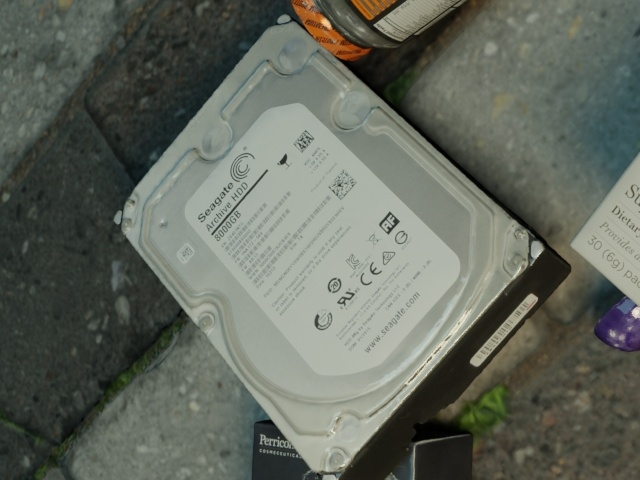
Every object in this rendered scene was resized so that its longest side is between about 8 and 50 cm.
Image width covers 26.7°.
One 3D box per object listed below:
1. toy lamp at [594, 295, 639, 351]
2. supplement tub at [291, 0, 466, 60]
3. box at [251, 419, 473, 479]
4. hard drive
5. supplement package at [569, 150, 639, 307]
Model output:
[{"bbox_3d":[0.289,0.150,0.898,0.080,0.080,0.274,-47,63,25],"label":"toy lamp"},{"bbox_3d":[0.072,-0.226,1.036,0.190,0.117,0.117,-32,71,30],"label":"supplement tub"},{"bbox_3d":[0.030,0.225,1.067,0.156,0.093,0.158,1,88,35],"label":"box"},{"bbox_3d":[0.000,0.000,1.054,0.237,0.064,0.339,-48,52,8],"label":"hard drive"},{"bbox_3d":[0.329,-0.055,0.815,0.177,0.175,0.293,45,112,28],"label":"supplement package"}]
